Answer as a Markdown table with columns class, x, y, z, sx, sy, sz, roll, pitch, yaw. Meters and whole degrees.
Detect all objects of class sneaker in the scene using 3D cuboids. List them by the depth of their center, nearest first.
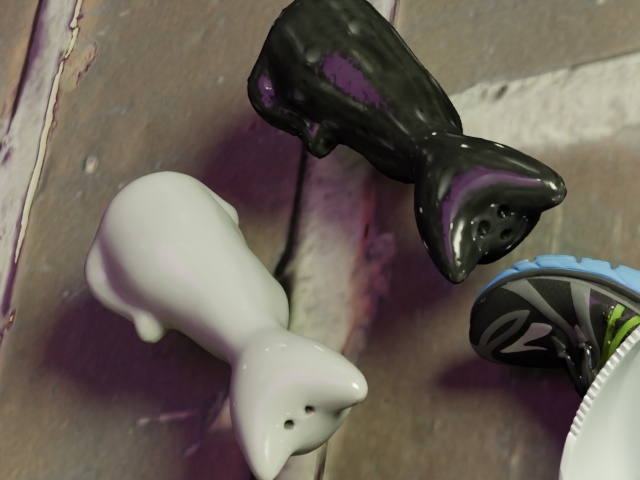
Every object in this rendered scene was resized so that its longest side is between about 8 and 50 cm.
| class | x | y | z | sx | sy | sz | roll | pitch | yaw |
| --- | --- | --- | --- | --- | --- | --- | --- | --- | --- |
| sneaker | 0.137 | 0.058 | 0.854 | 0.188 | 0.067 | 0.078 | 16 | 69 | 41 |

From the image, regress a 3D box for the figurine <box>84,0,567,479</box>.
| class | x | y | z | sx | sy | sz | roll | pitch | yaw |
| --- | --- | --- | --- | --- | --- | --- | --- | --- | --- |
| figurine | 0.000 | 0.000 | 0.967 | 0.215 | 0.092 | 0.209 | -47 | 40 | 3 |

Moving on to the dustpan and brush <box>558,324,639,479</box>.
| class | x | y | z | sx | sy | sz | roll | pitch | yaw |
| --- | --- | --- | --- | --- | --- | --- | --- | --- | --- |
| dustpan and brush | 0.137 | 0.123 | 0.795 | 0.211 | 0.147 | 0.060 | -43 | -2 | 39 |
